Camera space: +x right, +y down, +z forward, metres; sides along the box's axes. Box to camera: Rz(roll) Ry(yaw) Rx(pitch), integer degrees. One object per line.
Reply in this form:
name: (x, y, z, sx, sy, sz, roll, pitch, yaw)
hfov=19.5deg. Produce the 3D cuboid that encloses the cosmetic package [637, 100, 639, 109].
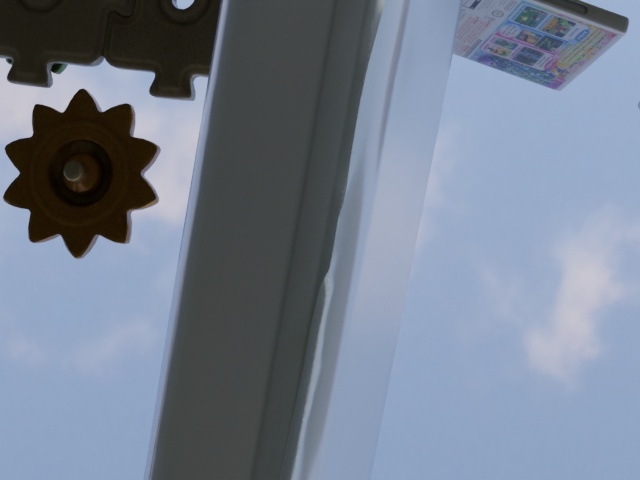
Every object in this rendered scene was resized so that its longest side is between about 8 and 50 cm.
cosmetic package: (0.298, -0.049, 1.018, 0.239, 0.060, 0.099, 1, -125, -27)

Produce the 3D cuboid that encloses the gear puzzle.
gear puzzle: (-0.094, -0.156, 0.972, 0.175, 0.044, 0.339, 6, -95, 15)

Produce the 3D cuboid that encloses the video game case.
video game case: (0.165, -0.178, 1.564, 0.143, 0.157, 0.019, 18, -107, -9)

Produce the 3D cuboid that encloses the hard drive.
hard drive: (0.000, 0.000, 0.542, 0.047, 0.353, 0.233, 12, -167, 6)
